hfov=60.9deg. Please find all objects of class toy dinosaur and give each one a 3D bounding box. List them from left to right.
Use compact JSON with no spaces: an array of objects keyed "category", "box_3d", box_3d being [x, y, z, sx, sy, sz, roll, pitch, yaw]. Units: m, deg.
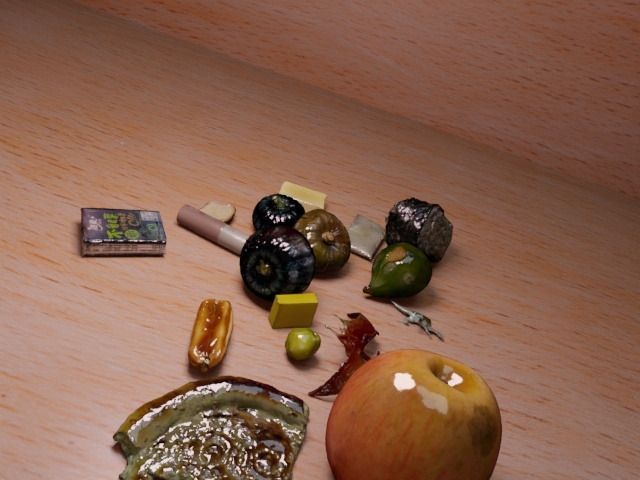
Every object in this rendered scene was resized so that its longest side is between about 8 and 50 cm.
[{"category":"toy dinosaur","box_3d":[0.073,0.292,1.500,0.206,0.113,0.327,32,36,-31]},{"category":"toy dinosaur","box_3d":[0.310,0.246,1.730,0.106,0.044,0.187,11,18,-37]}]

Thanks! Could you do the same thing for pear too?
[{"category":"pear","box_3d":[-0.047,0.271,1.446,0.097,0.092,0.092,-21,43,-6]}]

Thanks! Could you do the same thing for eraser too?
[{"category":"eraser","box_3d":[-0.077,0.199,1.539,0.122,0.097,0.045,0,37,-24]}]

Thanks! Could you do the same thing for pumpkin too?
[{"category":"pumpkin","box_3d":[-0.128,0.067,1.587,0.233,0.233,0.163,33,22,20]},{"category":"pumpkin","box_3d":[-0.141,-0.078,1.882,0.194,0.150,0.194,27,38,-24]},{"category":"pumpkin","box_3d":[0.000,0.000,1.772,0.219,0.162,0.219,10,70,-29]}]

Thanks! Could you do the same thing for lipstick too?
[{"category":"lipstick","box_3d":[-0.343,-0.034,1.769,0.254,0.070,0.070,26,33,11]}]

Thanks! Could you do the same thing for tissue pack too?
[{"category":"tissue pack","box_3d":[-0.589,-0.026,1.628,0.235,0.073,0.173,0,37,-27]}]

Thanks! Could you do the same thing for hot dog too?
[{"category":"hot dog","box_3d":[-0.278,0.240,1.400,0.100,0.068,0.249,5,32,-3]}]

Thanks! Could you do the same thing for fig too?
[{"category":"fig","box_3d":[0.242,0.116,1.788,0.245,0.195,0.195,-40,58,-14]}]

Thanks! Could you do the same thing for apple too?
[{"category":"apple","box_3d":[0.202,0.405,1.166,0.364,0.364,0.364,14,33,-9]}]

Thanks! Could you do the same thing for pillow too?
[{"category":"pillow","box_3d":[0.157,-0.014,2.022,0.148,0.050,0.230,21,35,14]}]

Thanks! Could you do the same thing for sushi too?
[{"category":"sushi","box_3d":[0.355,-0.036,1.965,0.171,0.211,0.350,21,3,30]}]

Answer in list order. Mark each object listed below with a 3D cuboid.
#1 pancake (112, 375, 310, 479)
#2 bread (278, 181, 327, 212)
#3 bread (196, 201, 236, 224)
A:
[{"category":"pancake","box_3d":[-0.218,0.415,1.173,0.426,0.067,0.305,13,35,-14]},{"category":"bread","box_3d":[-0.074,-0.154,2.091,0.188,0.068,0.125,18,33,-1]},{"category":"bread","box_3d":[-0.358,-0.088,1.871,0.126,0.044,0.129,18,35,11]}]
